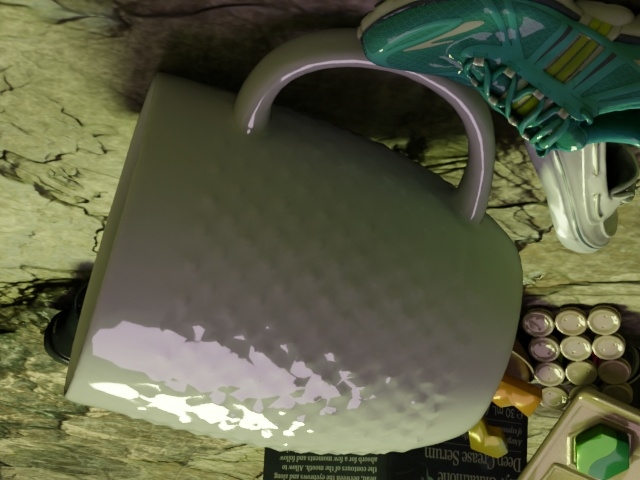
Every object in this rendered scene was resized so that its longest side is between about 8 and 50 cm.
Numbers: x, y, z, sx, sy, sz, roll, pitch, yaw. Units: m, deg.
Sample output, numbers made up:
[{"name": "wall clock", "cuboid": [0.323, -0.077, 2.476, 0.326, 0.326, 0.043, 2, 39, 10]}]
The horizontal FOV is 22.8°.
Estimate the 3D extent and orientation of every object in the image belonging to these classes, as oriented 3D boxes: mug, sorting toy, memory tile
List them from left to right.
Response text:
[{"name": "mug", "cuboid": [0.000, 0.000, 1.279, 0.328, 0.276, 0.374, 16, 121, -10]}, {"name": "memory tile", "cuboid": [0.296, 0.135, 1.816, 0.113, 0.012, 0.148, -4, 123, 18]}, {"name": "sorting toy", "cuboid": [0.304, 0.274, 1.859, 0.307, 0.041, 0.229, 24, 122, -10]}]

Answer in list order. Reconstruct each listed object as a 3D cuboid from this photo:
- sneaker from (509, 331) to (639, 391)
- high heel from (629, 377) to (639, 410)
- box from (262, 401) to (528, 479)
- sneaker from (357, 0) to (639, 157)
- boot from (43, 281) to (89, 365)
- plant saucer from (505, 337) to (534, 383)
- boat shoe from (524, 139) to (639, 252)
[{"name": "sneaker", "cuboid": [0.296, 0.142, 1.872, 0.170, 0.063, 0.075, 1, 166, 25]}, {"name": "high heel", "cuboid": [0.422, 0.216, 1.866, 0.093, 0.186, 0.261, 11, 159, -17]}, {"name": "box", "cuboid": [0.093, 0.374, 2.000, 0.212, 0.395, 0.293, -6, 167, 41]}, {"name": "sneaker", "cuboid": [0.160, -0.118, 1.129, 0.275, 0.110, 0.107, 11, 159, -14]}, {"name": "boot", "cuboid": [-0.196, 0.123, 1.886, 0.246, 0.094, 0.207, 19, 160, -18]}, {"name": "plant saucer", "cuboid": [0.155, 0.117, 1.838, 0.198, 0.036, 0.198, 15, 160, 6]}, {"name": "boat shoe", "cuboid": [0.231, -0.050, 1.335, 0.076, 0.083, 0.226, -2, 158, 22]}]
